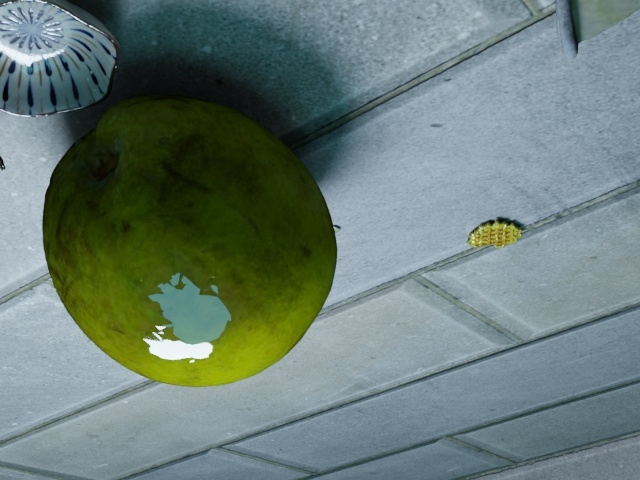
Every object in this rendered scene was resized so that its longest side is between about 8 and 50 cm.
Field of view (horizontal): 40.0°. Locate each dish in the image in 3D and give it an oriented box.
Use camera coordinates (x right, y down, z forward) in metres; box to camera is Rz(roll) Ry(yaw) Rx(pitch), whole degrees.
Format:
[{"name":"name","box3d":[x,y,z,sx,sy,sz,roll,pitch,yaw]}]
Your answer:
[{"name":"dish","box3d":[-0.304,-0.210,0.921,0.191,0.066,0.190,-6,153,-3]}]

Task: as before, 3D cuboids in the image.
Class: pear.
[{"name":"pear","box3d":[-0.158,0.015,1.091,0.352,0.352,0.413,-18,139,20]}]

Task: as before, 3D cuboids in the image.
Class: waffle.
[{"name":"waffle","box3d":[0.285,-0.009,1.426,0.085,0.016,0.078,8,148,-24]}]

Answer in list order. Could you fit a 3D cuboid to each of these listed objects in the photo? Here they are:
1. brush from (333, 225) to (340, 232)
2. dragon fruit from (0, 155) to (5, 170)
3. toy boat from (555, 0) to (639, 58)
[{"name":"brush","box3d":[0.000,0.000,1.394,0.016,0.013,0.083,23,138,-37]},{"name":"dragon fruit","box3d":[-0.459,-0.102,1.033,0.142,0.121,0.130,-26,-172,-14]},{"name":"toy boat","box3d":[0.299,-0.314,0.833,0.276,0.111,0.293,-26,158,29]}]
